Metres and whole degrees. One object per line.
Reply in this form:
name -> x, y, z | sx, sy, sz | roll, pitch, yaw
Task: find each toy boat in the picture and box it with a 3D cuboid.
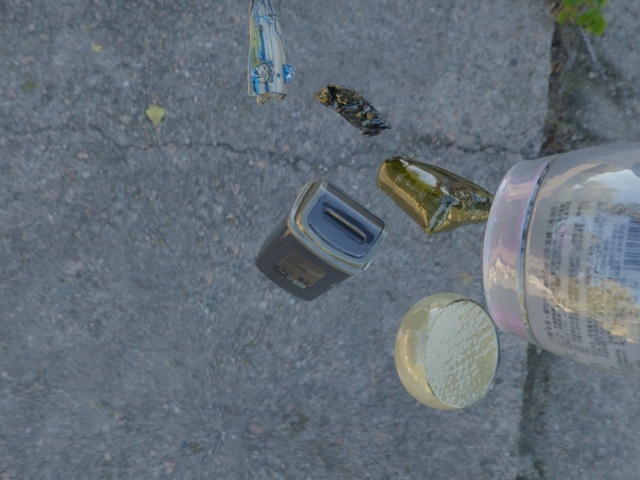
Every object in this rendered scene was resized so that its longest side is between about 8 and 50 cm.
toy boat -> -0.094, -0.345, 1.149 | 0.084, 0.066, 0.210 | -7, 92, -47

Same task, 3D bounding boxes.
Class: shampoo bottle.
shampoo bottle -> 0.351, 0.019, 0.784 | 0.266, 0.273, 0.273 | 9, 66, 39

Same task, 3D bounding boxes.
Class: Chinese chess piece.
Chinese chess piece -> 0.274, 0.237, 1.414 | 0.250, 0.103, 0.250 | 2, 87, -35

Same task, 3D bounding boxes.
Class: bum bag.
bum bag -> 0.092, -0.327, 1.662 | 0.102, 0.248, 0.069 | -16, 65, 33

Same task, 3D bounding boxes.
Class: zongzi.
zongzi -> 0.328, -0.128, 1.721 | 0.300, 0.145, 0.274 | -5, 35, -34

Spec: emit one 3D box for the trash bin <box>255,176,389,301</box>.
trash bin -> 0.000, 0.000, 1.438 | 0.209, 0.290, 0.182 | 34, 51, -12
